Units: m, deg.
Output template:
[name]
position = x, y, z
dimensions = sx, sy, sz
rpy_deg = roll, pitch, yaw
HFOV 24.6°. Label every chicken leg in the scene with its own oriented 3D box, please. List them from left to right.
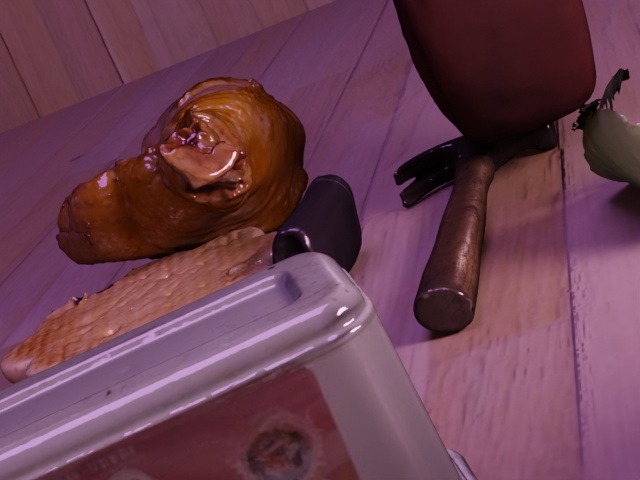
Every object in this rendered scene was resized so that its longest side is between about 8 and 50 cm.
[chicken leg]
position = -0.149, -0.057, 1.527
dimensions = 0.295, 0.182, 0.409
rpy_deg = -25, 4, 0

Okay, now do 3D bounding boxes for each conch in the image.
[conch]
position = 0.280, -0.092, 1.175
dimensions = 0.143, 0.137, 0.250
rpy_deg = -31, 17, -24

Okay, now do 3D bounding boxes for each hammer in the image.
[hammer]
position = 0.132, -0.023, 1.334
dimensions = 0.168, 0.044, 0.440
rpy_deg = -18, 16, 15

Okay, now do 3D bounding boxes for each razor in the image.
[razor]
position = 0.000, 0.000, 1.366
dimensions = 0.054, 0.090, 0.148
rpy_deg = -7, 20, 19

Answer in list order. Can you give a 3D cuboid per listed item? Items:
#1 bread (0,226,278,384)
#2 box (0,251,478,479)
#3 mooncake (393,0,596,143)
[bread]
position = -0.158, 0.071, 1.425
dimensions = 0.316, 0.054, 0.316
rpy_deg = -21, 14, 6
[box]
position = -0.074, 0.144, 0.818
dimensions = 0.312, 0.182, 0.175
rpy_deg = -25, 15, -4
[mooncake]
position = 0.152, -0.270, 1.453
dimensions = 0.174, 0.326, 0.334
rpy_deg = -19, 13, 7
